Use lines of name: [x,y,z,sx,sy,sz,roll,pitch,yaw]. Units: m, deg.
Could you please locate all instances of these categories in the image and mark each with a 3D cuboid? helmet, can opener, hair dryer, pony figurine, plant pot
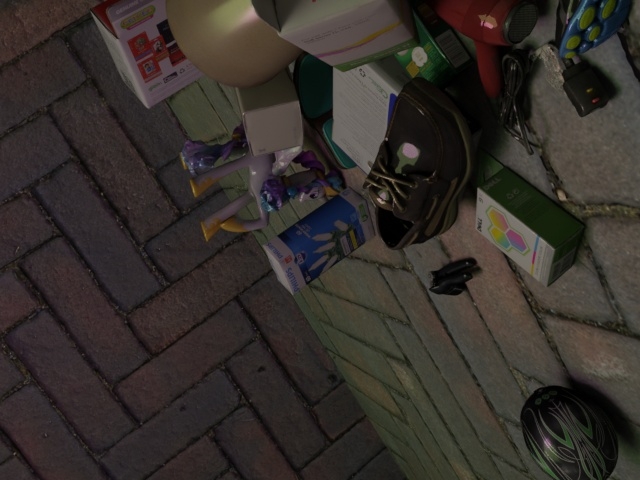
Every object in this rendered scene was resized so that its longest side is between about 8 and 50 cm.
helmet: [0.449,0.356,1.226,0.169,0.169,0.161,60,-179,-21]
can opener: [0.270,0.071,1.393,0.186,0.073,0.059,118,154,-70]
hair dryer: [0.202,-0.235,0.848,0.293,0.080,0.223,55,165,0]
pony figurine: [-0.140,-0.193,1.631,0.303,0.363,0.351,-149,43,-73]
plant pot: [-0.077,-0.404,1.101,0.274,0.256,0.256,-4,121,55]

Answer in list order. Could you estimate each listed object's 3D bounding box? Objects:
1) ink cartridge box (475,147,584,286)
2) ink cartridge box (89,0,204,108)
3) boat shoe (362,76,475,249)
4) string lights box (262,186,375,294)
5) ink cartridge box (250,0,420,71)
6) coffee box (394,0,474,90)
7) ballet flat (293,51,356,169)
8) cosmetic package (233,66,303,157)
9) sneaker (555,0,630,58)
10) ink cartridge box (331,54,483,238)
ink cartridge box: [0.292,-0.036,1.040,0.209,0.062,0.109,46,164,32]
ink cartridge box: [-0.306,-0.481,1.448,0.130,0.309,0.272,47,163,27]
boat shoe: [0.142,-0.088,1.031,0.132,0.130,0.355,42,162,29]
string lights box: [0.000,0.000,1.652,0.077,0.259,0.133,42,161,40]
ink cartridge box: [0.011,-0.317,0.734,0.353,0.119,0.207,-26,-79,-74]
coffee box: [0.135,-0.303,0.986,0.184,0.040,0.113,54,164,1]
ballet flat: [0.003,-0.266,1.393,0.096,0.095,0.280,49,167,54]
cosmetic package: [-0.127,-0.344,1.369,0.160,0.113,0.309,88,167,-66]
sneaker: [0.259,-0.264,0.669,0.188,0.067,0.078,70,180,-49]
ink cartridge box: [0.136,-0.188,1.197,0.303,0.072,0.307,47,165,20]
